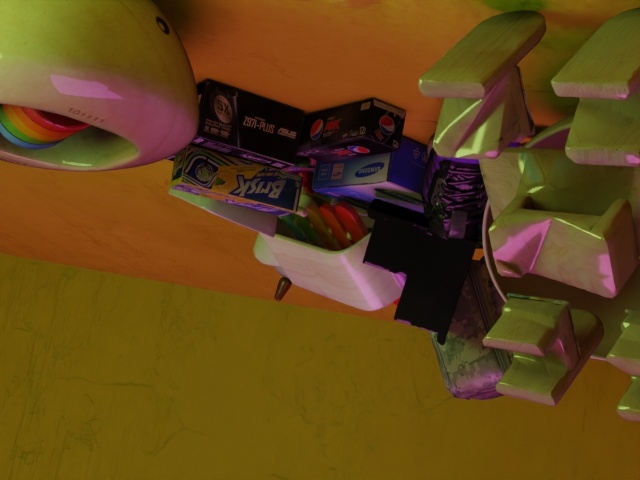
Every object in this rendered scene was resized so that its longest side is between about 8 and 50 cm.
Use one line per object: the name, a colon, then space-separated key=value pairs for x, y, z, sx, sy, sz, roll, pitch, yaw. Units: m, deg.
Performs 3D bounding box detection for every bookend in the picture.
bookend: x=0.124 y=0.043 z=1.553 sx=0.156 sy=0.157 sz=0.072 roll=17 pitch=-164 yaw=6

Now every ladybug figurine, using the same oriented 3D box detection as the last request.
ladybug figurine: x=-0.296 y=-0.185 z=1.239 sx=0.305 sy=0.162 sz=0.449 roll=16 pitch=168 yaw=-31

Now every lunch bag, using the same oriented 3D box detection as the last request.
lunch bag: x=0.314 y=0.117 z=1.720 sx=0.256 sy=0.213 sz=0.305 roll=-18 pitch=165 yaw=14

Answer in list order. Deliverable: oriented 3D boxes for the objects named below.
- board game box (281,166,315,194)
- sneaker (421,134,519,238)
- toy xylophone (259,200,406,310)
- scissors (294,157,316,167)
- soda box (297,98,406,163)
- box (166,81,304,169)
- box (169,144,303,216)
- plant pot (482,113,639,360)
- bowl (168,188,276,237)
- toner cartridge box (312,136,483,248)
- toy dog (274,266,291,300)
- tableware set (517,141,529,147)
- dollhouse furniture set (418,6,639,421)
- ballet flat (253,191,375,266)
board game box: x=-0.047 y=-0.091 z=1.775 sx=0.133 sy=0.033 sz=0.168 roll=5 pitch=175 yaw=-33
sneaker: x=0.183 y=-0.076 z=1.385 sx=0.102 sy=0.146 sz=0.293 roll=11 pitch=171 yaw=2
toy xylophone: x=0.000 y=0.000 z=1.712 sx=0.322 sy=0.081 sz=0.236 roll=24 pitch=150 yaw=49
scissors: x=-0.065 y=-0.115 z=1.785 sx=0.109 sy=0.021 sz=0.297 roll=9 pitch=169 yaw=-3
soda box: x=0.036 y=-0.140 z=1.450 sx=0.060 sy=0.053 sz=0.169 roll=17 pitch=169 yaw=-33
box: x=-0.130 y=-0.146 z=1.522 sx=0.147 sy=0.078 sz=0.180 roll=16 pitch=169 yaw=-25
box: x=-0.112 y=-0.078 z=1.496 sx=0.169 sy=0.054 sz=0.059 roll=13 pitch=170 yaw=-23
plant pot: x=0.342 y=-0.034 z=1.246 sx=0.284 sy=0.284 sz=0.191 roll=7 pitch=-153 yaw=19
bowl: x=-0.139 y=-0.060 z=1.633 sx=0.142 sy=0.053 sz=0.142 roll=21 pitch=-179 yaw=-36
toner cartridge box: x=0.172 y=-0.065 z=1.660 sx=0.347 sy=0.075 sz=0.165 roll=19 pitch=166 yaw=-37
toy dog: x=0.021 y=0.054 z=2.227 sx=0.333 sy=0.161 sz=0.220 roll=0 pitch=166 yaw=45
tableware set: x=0.307 y=-0.100 z=1.430 sx=0.141 sy=0.020 sz=0.169 roll=1 pitch=169 yaw=-3
dollhouse furniture set: x=0.345 y=-0.042 z=1.020 sx=0.394 sy=0.256 sz=0.362 roll=7 pitch=128 yaw=39
ballet flat: x=0.028 y=-0.036 z=1.898 sx=0.400 sy=0.139 sz=0.139 roll=-2 pitch=164 yaw=36
